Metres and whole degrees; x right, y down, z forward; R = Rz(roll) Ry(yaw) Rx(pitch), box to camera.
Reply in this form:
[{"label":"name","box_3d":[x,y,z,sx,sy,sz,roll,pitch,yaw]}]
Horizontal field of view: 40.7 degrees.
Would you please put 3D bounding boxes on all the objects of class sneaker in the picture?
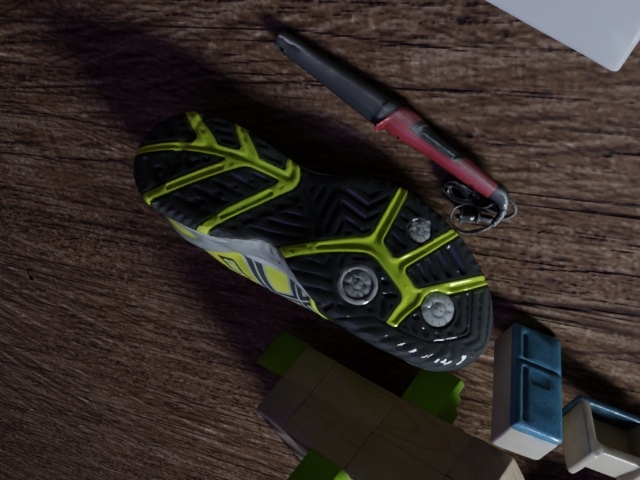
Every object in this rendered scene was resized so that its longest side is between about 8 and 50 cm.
[{"label":"sneaker","box_3d":[0.000,0.000,0.866,0.384,0.145,0.147,32,169,9]}]

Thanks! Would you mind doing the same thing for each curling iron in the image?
[{"label":"curling iron","box_3d":[0.064,-0.100,0.793,0.274,0.035,0.068,39,136,0]}]

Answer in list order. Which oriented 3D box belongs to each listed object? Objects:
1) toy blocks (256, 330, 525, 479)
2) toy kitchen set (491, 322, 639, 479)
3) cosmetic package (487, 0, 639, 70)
[{"label":"toy blocks","box_3d":[0.103,0.278,0.965,0.381,0.191,0.261,23,154,42]},{"label":"toy kitchen set","box_3d":[0.291,0.136,0.802,0.207,0.122,0.166,22,137,-11]},{"label":"cosmetic package","box_3d":[0.143,-0.233,0.603,0.231,0.085,0.117,32,136,6]}]
